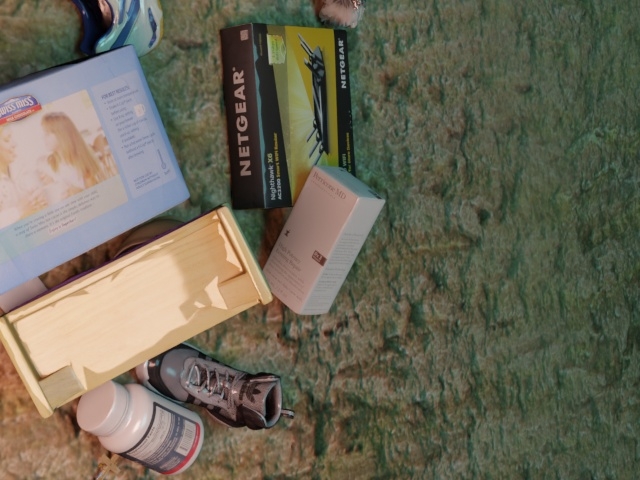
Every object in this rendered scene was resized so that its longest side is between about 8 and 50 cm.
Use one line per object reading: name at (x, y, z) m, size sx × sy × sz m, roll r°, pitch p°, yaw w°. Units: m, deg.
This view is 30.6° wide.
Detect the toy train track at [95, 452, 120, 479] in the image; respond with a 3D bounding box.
toy train track at (-0.327, 0.347, 1.748) m, size 0.083 × 0.014 × 0.048 m, roll -56°, pitch 135°, yaw -26°

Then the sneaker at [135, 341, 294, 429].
sneaker at (-0.155, 0.226, 1.838) m, size 0.268 × 0.153 × 0.101 m, roll 35°, pitch 64°, yaw -42°

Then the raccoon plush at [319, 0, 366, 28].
raccoon plush at (0.059, -0.646, 2.141) m, size 0.299 × 0.216 × 0.447 m, roll -47°, pitch 153°, yaw -54°

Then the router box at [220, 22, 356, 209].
router box at (-0.050, -0.212, 2.021) m, size 0.242 × 0.081 × 0.309 m, roll -8°, pitch 95°, yaw -48°

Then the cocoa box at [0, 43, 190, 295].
cocoa box at (-0.389, -0.085, 1.516) m, size 0.347 × 0.228 × 0.232 m, roll -32°, pitch 108°, yaw -44°

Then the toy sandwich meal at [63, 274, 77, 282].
toy sandwich meal at (-0.347, 0.090, 1.706) m, size 0.085 × 0.029 × 0.086 m, roll 29°, pitch 56°, yaw -53°

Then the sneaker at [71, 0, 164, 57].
sneaker at (-0.317, -0.408, 1.703) m, size 0.131 × 0.111 × 0.297 m, roll -25°, pitch 107°, yaw -45°

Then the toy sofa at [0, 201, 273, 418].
toy sofa at (-0.257, 0.091, 1.626) m, size 0.362 × 0.177 × 0.150 m, roll -27°, pitch 95°, yaw -7°

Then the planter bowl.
planter bowl at (-0.232, 0.031, 1.773) m, size 0.162 × 0.162 × 0.109 m, roll 56°, pitch 24°, yaw -31°

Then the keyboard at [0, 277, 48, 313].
keyboard at (-0.405, 0.104, 1.669) m, size 0.072 × 0.014 × 0.256 m, roll -50°, pitch 124°, yaw -31°

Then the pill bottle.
pill bottle at (-0.270, 0.273, 1.743) m, size 0.180 × 0.108 × 0.108 m, roll 36°, pitch 63°, yaw -42°

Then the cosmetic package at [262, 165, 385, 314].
cosmetic package at (0.000, 0.000, 1.970) m, size 0.085 × 0.117 × 0.231 m, roll 2°, pitch 119°, yaw -51°
